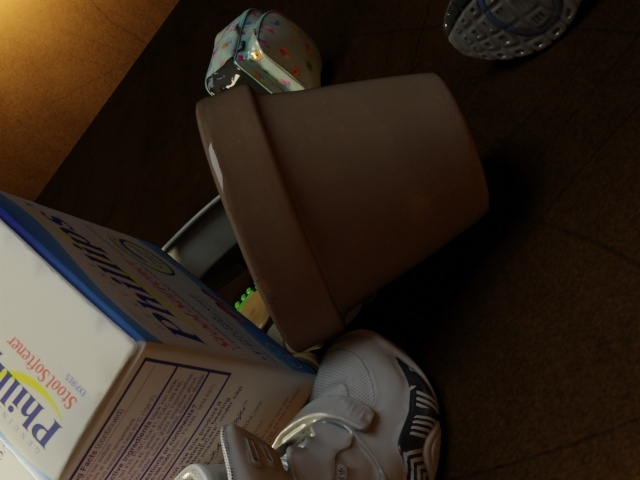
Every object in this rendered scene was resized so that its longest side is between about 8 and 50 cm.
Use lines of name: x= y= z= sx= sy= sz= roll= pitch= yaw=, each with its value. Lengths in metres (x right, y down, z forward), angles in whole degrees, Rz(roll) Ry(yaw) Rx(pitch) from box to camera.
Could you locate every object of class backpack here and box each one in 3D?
backpack: x=-0.086 y=-0.277 z=1.537 sx=0.144 sy=0.166 sz=0.188 roll=-41 pitch=32 yaw=28

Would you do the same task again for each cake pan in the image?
cake pan: x=-0.092 y=-0.015 z=1.205 sx=0.293 sy=0.054 sz=0.293 roll=-40 pitch=-5 yaw=-4

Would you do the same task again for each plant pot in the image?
plant pot: x=0.033 y=-0.050 z=0.943 sx=0.229 sy=0.263 sz=0.263 roll=-20 pitch=30 yaw=2

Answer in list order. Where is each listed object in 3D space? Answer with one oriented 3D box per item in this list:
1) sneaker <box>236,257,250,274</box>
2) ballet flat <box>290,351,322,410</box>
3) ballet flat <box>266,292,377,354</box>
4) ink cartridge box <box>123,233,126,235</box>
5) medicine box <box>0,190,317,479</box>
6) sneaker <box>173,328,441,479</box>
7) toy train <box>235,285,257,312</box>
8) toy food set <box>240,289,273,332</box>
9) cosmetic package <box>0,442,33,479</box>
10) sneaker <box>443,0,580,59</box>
sneaker: x=0.000 y=0.000 z=1.112 sx=0.223 sy=0.098 sz=0.083 roll=-41 pitch=29 yaw=33
ballet flat: x=-0.065 y=0.215 z=1.028 sx=0.232 sy=0.080 sz=0.073 roll=-51 pitch=-4 yaw=7
ballet flat: x=-0.003 y=0.087 z=1.067 sx=0.168 sy=0.057 sz=0.052 roll=-45 pitch=36 yaw=25
ink cartridge box: x=-0.358 y=0.136 z=1.476 sx=0.186 sy=0.065 sz=0.311 roll=23 pitch=85 yaw=60
medicine box: x=-0.192 y=0.101 z=0.905 sx=0.263 sy=0.289 sz=0.149 roll=35 pitch=95 yaw=30
sneaker: x=-0.017 y=0.180 z=0.781 sx=0.137 sy=0.210 sz=0.366 roll=-41 pitch=28 yaw=31
toy train: x=-0.091 y=0.076 z=1.295 sx=0.083 sy=0.017 sz=0.024 roll=-51 pitch=35 yaw=14
toy food set: x=-0.080 y=0.096 z=1.241 sx=0.083 sy=0.020 sz=0.082 roll=-55 pitch=24 yaw=3
cosmetic package: x=-0.371 y=0.366 z=1.233 sx=0.284 sy=0.097 sz=0.377 roll=30 pitch=92 yaw=45
sneaker: x=0.256 y=-0.301 z=1.029 sx=0.297 sy=0.111 sz=0.129 roll=-36 pitch=15 yaw=32
